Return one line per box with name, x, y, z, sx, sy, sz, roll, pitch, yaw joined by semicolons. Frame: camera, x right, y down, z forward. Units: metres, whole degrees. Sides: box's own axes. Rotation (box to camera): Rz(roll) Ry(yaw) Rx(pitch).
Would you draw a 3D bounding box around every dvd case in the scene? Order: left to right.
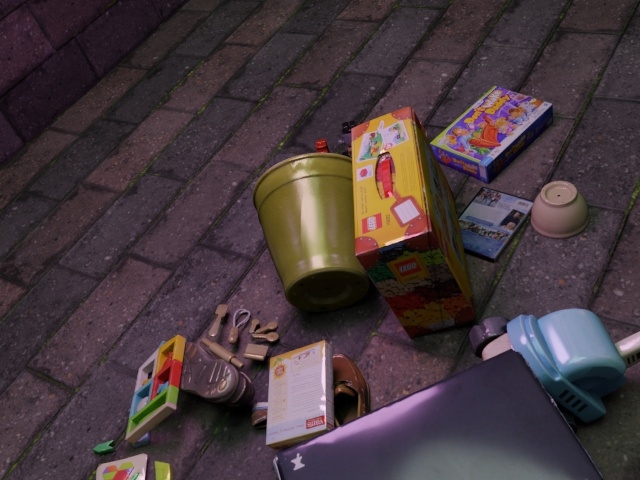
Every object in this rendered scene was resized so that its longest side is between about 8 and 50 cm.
dvd case;0.497;-0.053;2.078;0.180;0.022;0.253;22;58;37

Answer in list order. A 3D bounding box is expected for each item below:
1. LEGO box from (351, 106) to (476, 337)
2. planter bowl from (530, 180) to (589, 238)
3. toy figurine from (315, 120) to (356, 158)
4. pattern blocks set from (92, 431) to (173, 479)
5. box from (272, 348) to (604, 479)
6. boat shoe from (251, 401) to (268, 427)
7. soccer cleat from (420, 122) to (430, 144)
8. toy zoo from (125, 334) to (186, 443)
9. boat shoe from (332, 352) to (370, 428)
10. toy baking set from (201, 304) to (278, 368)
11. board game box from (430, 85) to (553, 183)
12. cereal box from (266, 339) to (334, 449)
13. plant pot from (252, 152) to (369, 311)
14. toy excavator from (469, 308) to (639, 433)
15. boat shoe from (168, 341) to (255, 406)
LEGO box;0.246;-0.054;1.904;0.193;0.372;0.500;-19;42;19
planter bowl;0.680;-0.100;1.991;0.162;0.109;0.162;-10;45;10
toy figurine;0.108;-0.287;2.377;0.213;0.148;0.209;25;54;40
pattern blocks set;-0.514;0.638;1.784;0.285;0.026;0.325;-25;43;-4
box;0.231;0.518;1.294;0.480;0.472;0.297;-24;43;-2
boat shoe;-0.091;0.450;1.786;0.183;0.066;0.066;-12;48;24
soccer cleat;0.253;-0.264;2.309;0.109;0.116;0.318;21;57;35
toy zoo;-0.448;0.387;1.923;0.192;0.030;0.293;-40;31;26
boat shoe;0.068;0.390;1.746;0.111;0.104;0.307;-21;43;2
toy baking set;-0.236;0.273;2.009;0.256;0.030;0.197;23;40;30
board game box;0.565;-0.355;2.308;0.347;0.078;0.233;-42;47;-20
cereal box;-0.049;0.380;1.726;0.173;0.047;0.240;-21;47;25
plant pot;0.000;0.000;2.013;0.366;0.366;0.353;-14;55;8
toy excavator;0.628;0.263;1.548;0.445;0.433;0.222;-37;37;25
boat shoe;-0.298;0.377;1.888;0.355;0.130;0.132;14;69;56
